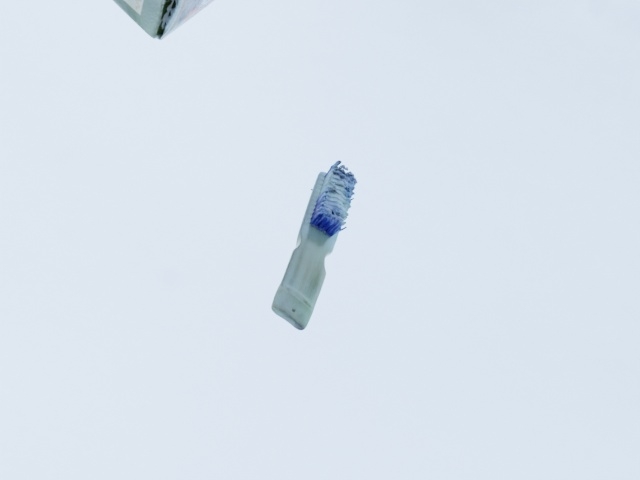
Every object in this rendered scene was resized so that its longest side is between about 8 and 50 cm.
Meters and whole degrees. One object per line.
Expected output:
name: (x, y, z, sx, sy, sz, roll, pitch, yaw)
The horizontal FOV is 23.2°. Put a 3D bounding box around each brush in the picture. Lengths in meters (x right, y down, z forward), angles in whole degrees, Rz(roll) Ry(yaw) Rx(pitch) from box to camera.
brush: (0.000, 0.000, 1.201, 0.033, 0.178, 0.030, 39, 126, -16)

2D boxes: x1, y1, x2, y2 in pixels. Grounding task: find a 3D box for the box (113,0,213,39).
box: (-0.039, -0.227, 0.705, 0.148, 0.195, 0.177, 44, 154, 9)
